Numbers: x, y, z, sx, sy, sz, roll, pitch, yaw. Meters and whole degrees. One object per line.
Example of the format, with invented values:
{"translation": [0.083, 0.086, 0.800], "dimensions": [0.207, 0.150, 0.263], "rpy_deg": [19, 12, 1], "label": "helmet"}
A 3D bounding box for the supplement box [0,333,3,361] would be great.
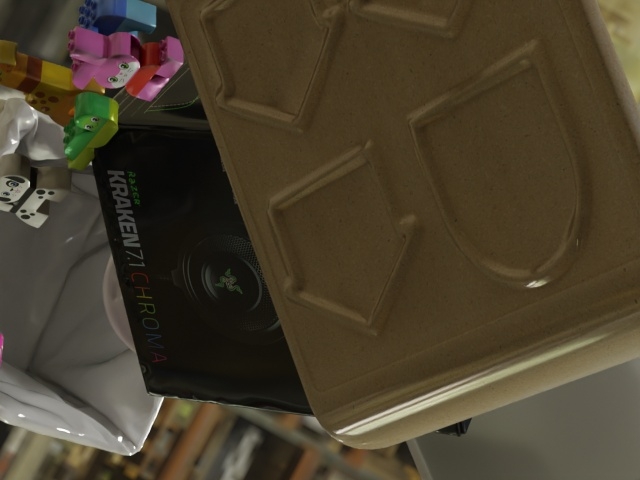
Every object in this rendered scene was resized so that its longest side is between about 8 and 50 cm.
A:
{"translation": [-0.357, 0.177, 1.552], "dimensions": [0.114, 0.111, 0.220], "rpy_deg": [39, 52, -66], "label": "supplement box"}

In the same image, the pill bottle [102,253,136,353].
{"translation": [-0.116, 0.054, 1.860], "dimensions": [0.152, 0.152, 0.272], "rpy_deg": [-61, 169, 3], "label": "pill bottle"}

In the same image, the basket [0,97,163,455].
{"translation": [-0.328, 0.027, 2.024], "dimensions": [0.266, 0.331, 0.328], "rpy_deg": [19, -95, 51], "label": "basket"}

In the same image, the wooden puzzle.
{"translation": [0.055, -0.077, 0.999], "dimensions": [0.080, 0.347, 0.322], "rpy_deg": [-21, 175, -38], "label": "wooden puzzle"}

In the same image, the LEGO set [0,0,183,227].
{"translation": [-0.189, -0.108, 1.238], "dimensions": [0.227, 0.093, 0.087], "rpy_deg": [-43, -140, 45], "label": "LEGO set"}

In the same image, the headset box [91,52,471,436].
{"translation": [0.000, 0.000, 1.324], "dimensions": [0.131, 0.283, 0.246], "rpy_deg": [-54, 142, -50], "label": "headset box"}

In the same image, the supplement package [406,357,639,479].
{"translation": [0.187, 0.181, 1.473], "dimensions": [0.262, 0.204, 0.145], "rpy_deg": [-113, -176, -46], "label": "supplement package"}
